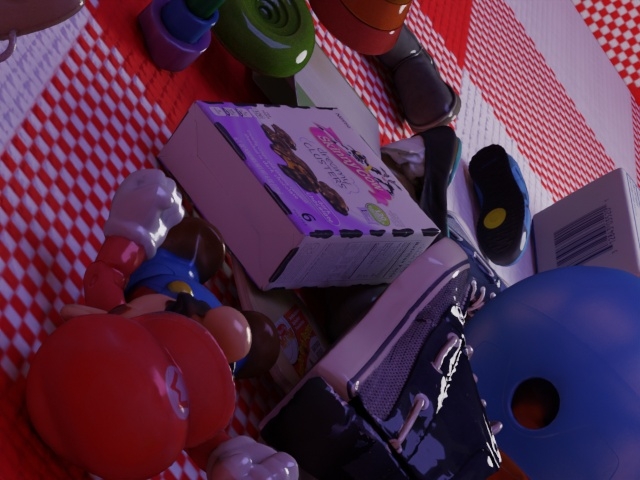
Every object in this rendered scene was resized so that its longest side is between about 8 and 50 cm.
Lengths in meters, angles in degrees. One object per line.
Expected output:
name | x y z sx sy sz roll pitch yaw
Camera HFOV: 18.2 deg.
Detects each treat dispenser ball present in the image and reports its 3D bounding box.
treat dispenser ball | 0.252 0.167 1.889 0.288 0.288 0.288 49 22 -28

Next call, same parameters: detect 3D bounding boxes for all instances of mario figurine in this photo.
mario figurine | -0.081 0.067 1.370 0.198 0.170 0.320 24 14 1

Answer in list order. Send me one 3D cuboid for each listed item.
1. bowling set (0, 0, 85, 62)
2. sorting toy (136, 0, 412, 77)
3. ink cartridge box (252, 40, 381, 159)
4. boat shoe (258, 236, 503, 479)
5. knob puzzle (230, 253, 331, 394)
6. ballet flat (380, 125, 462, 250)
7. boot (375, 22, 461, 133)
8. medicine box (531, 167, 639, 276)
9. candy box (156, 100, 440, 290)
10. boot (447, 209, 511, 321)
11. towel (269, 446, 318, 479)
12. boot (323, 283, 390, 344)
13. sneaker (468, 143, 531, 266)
bowling set | -0.255 -0.206 1.438 0.200 0.154 0.287 63 5 -64
sorting toy | -0.012 -0.241 1.888 0.365 0.126 0.127 -18 75 -48
ink cartridge box | 0.000 -0.115 1.996 0.171 0.056 0.235 51 18 -26
boat shoe | 0.080 0.123 1.594 0.158 0.127 0.340 44 32 2
knob puzzle | -0.027 0.095 1.673 0.213 0.030 0.213 54 14 -20
ballet flat | 0.092 -0.048 2.080 0.096 0.095 0.280 29 34 -16
boot | 0.075 -0.241 2.356 0.208 0.076 0.190 55 4 -33
medicine box | 0.415 0.102 2.594 0.289 0.149 0.263 51 21 -25
candy box | -0.016 -0.040 1.716 0.196 0.070 0.165 -2 46 -52
boot | 0.160 0.056 2.172 0.190 0.069 0.086 52 26 2
towel | 0.112 0.312 1.518 0.317 0.053 0.332 20 35 -38
boot | 0.000 0.000 1.841 0.161 0.083 0.246 49 14 -10
sneaker | 0.233 -0.030 2.457 0.082 0.069 0.209 51 21 -34
